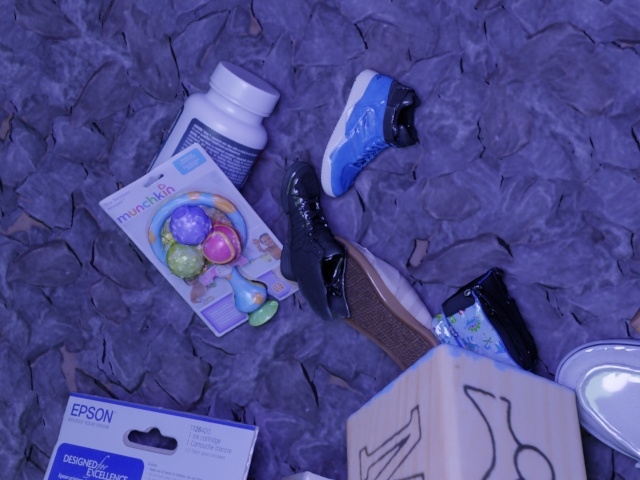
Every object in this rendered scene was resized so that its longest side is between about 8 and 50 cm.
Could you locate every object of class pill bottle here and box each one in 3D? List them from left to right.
[{"bbox_3d":[-0.124,-0.111,1.903,0.108,0.108,0.180,34,104,14],"label":"pill bottle"}]

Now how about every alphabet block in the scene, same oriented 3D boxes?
[{"bbox_3d":[0.154,0.256,1.728,0.193,0.192,0.197,-46,34,42],"label":"alphabet block"}]

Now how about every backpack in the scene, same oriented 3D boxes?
[{"bbox_3d":[0.183,0.104,1.817,0.084,0.105,0.114,-32,91,26],"label":"backpack"}]

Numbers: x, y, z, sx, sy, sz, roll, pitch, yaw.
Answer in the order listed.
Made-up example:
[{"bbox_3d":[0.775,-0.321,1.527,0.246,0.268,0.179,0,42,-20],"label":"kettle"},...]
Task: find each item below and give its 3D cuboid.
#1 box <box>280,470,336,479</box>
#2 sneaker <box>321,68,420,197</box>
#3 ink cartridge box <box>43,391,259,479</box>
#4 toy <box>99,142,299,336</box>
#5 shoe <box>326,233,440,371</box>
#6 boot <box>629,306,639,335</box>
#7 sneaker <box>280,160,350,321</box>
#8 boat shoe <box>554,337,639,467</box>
[{"bbox_3d":[-0.010,0.426,1.812,0.148,0.121,0.311,22,74,-11],"label":"box"},{"bbox_3d":[0.061,-0.111,1.865,0.085,0.058,0.152,24,95,25],"label":"sneaker"},{"bbox_3d":[-0.215,0.351,1.928,0.304,0.072,0.307,6,71,36],"label":"ink cartridge box"},{"bbox_3d":[-0.126,0.015,1.868,0.137,0.056,0.237,-31,125,13],"label":"toy"},{"bbox_3d":[0.072,0.075,1.877,0.219,0.058,0.076,48,122,23],"label":"shoe"},{"bbox_3d":[0.468,0.065,1.681,0.211,0.104,0.295,42,68,0],"label":"boot"},{"bbox_3d":[-0.002,0.000,1.860,0.089,0.051,0.170,19,111,46],"label":"sneaker"},{"bbox_3d":[0.408,0.217,1.718,0.367,0.156,0.135,28,102,15],"label":"boat shoe"}]
